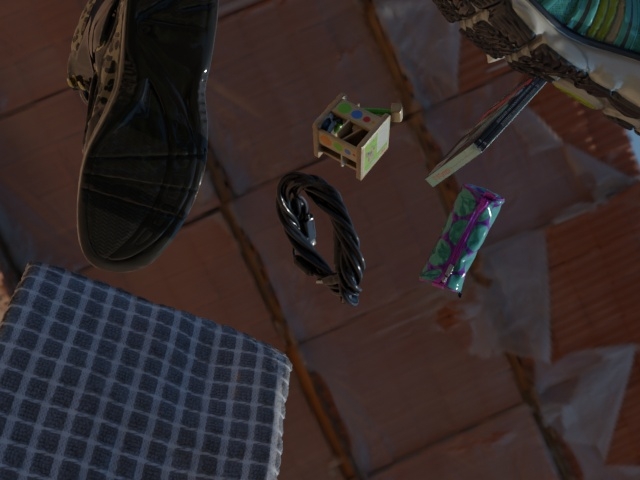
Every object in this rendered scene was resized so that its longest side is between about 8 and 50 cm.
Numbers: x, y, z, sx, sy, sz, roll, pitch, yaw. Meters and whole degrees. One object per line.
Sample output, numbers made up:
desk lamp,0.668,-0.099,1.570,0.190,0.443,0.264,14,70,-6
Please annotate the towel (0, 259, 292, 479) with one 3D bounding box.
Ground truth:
towel,-0.145,0.159,0.657,0.121,0.235,0.284,-57,-161,36

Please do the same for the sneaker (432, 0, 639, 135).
sneaker,0.182,-0.157,0.625,0.275,0.110,0.107,24,3,-17

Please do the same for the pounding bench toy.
pounding bench toy,0.037,-0.117,0.934,0.065,0.083,0.052,30,-27,20

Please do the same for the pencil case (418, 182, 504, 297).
pencil case,0.194,-0.002,1.263,0.064,0.152,0.070,24,9,-2

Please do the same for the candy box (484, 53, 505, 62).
candy box,0.231,-0.370,1.203,0.159,0.071,0.234,146,-77,-78

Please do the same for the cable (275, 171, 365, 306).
cable,0.000,0.000,1.091,0.151,0.047,0.185,52,-23,29

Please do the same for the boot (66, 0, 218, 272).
boot,-0.240,-0.169,1.146,0.284,0.138,0.378,-154,-108,-63

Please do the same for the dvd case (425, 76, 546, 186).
dvd case,0.146,-0.100,0.792,0.013,0.119,0.087,47,-27,-3
